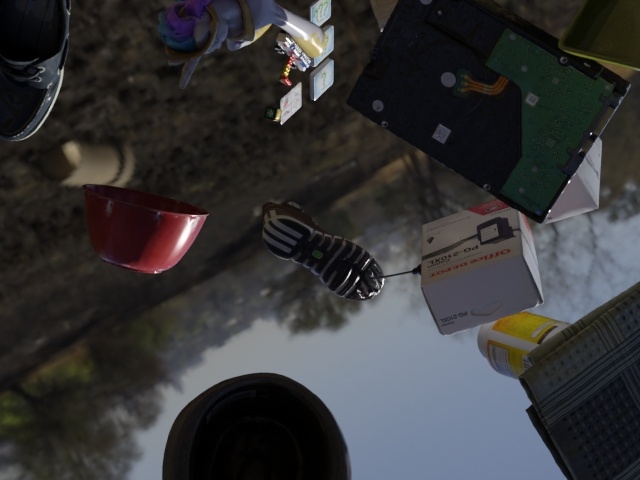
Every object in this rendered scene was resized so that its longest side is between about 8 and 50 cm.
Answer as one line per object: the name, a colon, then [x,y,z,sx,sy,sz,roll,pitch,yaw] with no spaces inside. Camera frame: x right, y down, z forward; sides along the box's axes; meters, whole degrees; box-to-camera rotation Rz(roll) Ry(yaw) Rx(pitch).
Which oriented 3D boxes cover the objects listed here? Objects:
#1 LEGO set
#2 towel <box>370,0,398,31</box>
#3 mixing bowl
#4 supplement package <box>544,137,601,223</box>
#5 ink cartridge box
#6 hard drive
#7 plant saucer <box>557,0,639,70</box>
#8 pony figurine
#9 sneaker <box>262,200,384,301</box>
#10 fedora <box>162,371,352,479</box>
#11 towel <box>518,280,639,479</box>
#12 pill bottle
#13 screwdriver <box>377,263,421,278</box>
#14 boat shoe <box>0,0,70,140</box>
LEGO set: [-0.021,-0.296,2.142,0.060,0.182,0.244,16,-143,22]
towel: [0.181,-0.521,2.493,0.187,0.049,0.282,-19,-140,7]
mixing bowl: [-0.255,-0.012,1.769,0.182,0.098,0.181,14,-173,-2]
supplement package: [0.424,-0.136,2.214,0.105,0.105,0.179,-17,-141,29]
ink cartridge box: [0.258,0.036,2.048,0.172,0.100,0.237,-20,-158,14]
hard drive: [0.233,-0.209,1.791,0.237,0.339,0.064,-63,170,29]
plant saucer: [0.419,-0.275,1.559,0.188,0.188,0.045,-57,147,-19]
pony figurine: [-0.090,-0.403,1.812,0.363,0.303,0.350,-26,135,-59]
sneaker: [0.000,0.000,2.445,0.106,0.281,0.162,-48,-151,15]
fedora: [-0.086,0.314,1.650,0.244,0.275,0.124,3,149,-8]
towel: [0.478,0.257,1.975,0.324,0.312,0.056,-32,-171,-24]
pill bottle: [0.356,0.182,2.118,0.117,0.117,0.215,-27,-162,-21]
screwdriver: [0.161,0.058,2.291,0.025,0.024,0.170,1,171,-32]
boat shoe: [-0.416,-0.285,1.775,0.113,0.127,0.340,-79,-166,-67]
